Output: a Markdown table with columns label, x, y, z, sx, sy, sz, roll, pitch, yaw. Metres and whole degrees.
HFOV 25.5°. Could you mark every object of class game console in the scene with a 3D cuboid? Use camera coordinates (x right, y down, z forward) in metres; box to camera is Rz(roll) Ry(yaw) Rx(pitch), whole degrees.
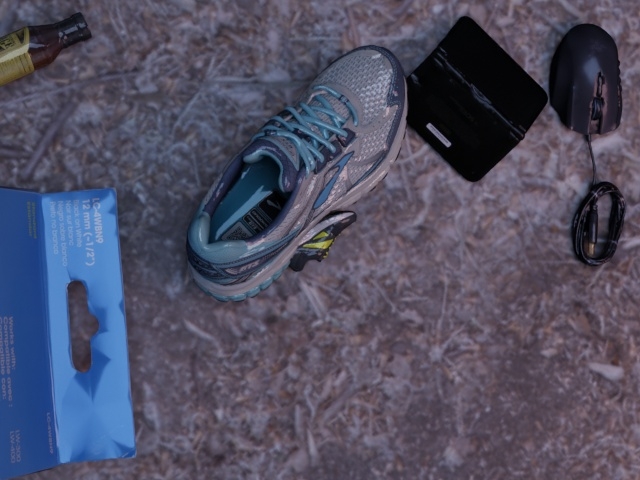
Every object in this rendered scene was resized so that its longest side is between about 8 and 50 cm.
| label | x | y | z | sx | sy | sz | roll | pitch | yaw |
| --- | --- | --- | --- | --- | --- | --- | --- | --- | --- |
| game console | 0.146 | -0.138 | 1.389 | 0.122 | 0.071 | 0.107 | 43 | 109 | -6 |

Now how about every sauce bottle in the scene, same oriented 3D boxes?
| label | x | y | z | sx | sy | sz | roll | pitch | yaw |
| --- | --- | --- | --- | --- | --- | --- | --- | --- | --- |
| sauce bottle | -0.271 | -0.171 | 1.285 | 0.128 | 0.042 | 0.042 | -27 | 93 | -15 |

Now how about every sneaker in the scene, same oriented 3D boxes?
| label | x | y | z | sx | sy | sz | roll | pitch | yaw |
| --- | --- | --- | --- | --- | --- | --- | --- | --- | --- |
| sneaker | 0.000 | 0.000 | 1.342 | 0.083 | 0.031 | 0.035 | -29 | 99 | -4 |
| sneaker | -0.016 | -0.069 | 1.278 | 0.110 | 0.122 | 0.283 | 34 | 78 | 14 |

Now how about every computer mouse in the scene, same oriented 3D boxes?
| label | x | y | z | sx | sy | sz | roll | pitch | yaw |
| --- | --- | --- | --- | --- | --- | --- | --- | --- | --- |
| computer mouse | 0.271 | -0.096 | 1.399 | 0.071 | 0.041 | 0.242 | -4 | 88 | -13 |

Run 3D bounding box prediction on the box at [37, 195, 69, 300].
| label | x | y | z | sx | sy | sz | roll | pitch | yaw |
| --- | --- | --- | --- | --- | --- | --- | --- | --- | --- |
| box | -0.290 | 0.000 | 1.276 | 0.137 | 0.027 | 0.094 | 11 | 84 | -11 |

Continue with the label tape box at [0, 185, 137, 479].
| label | x | y | z | sx | sy | sz | roll | pitch | yaw |
| --- | --- | --- | --- | --- | --- | --- | --- | --- | --- |
| label tape box | -0.338 | 0.081 | 1.190 | 0.348 | 0.115 | 0.249 | -4 | 86 | -7 |
